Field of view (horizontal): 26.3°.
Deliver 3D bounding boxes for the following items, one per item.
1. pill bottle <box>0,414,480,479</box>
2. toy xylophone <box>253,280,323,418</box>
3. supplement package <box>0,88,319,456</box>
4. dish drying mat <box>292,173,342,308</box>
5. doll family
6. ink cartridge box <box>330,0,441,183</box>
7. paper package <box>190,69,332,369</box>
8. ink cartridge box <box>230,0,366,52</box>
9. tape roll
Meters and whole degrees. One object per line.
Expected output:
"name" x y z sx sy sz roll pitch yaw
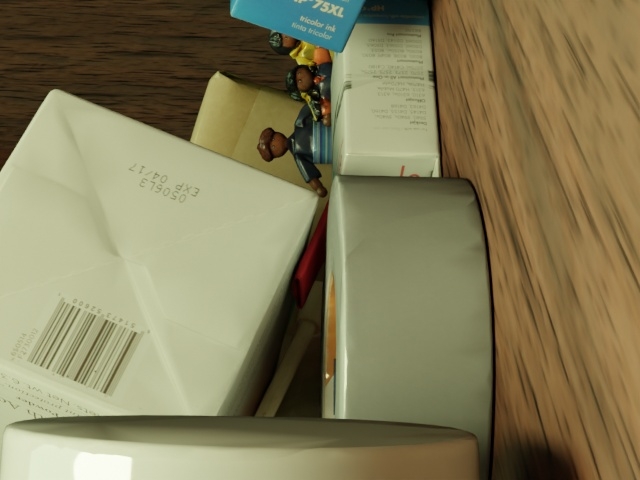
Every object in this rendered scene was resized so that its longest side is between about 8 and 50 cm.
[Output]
"pill bottle" -0.031 0.270 0.484 0.229 0.229 0.407 124 147 -85
"toy xylophone" -0.023 0.176 0.909 0.236 0.081 0.322 106 -175 -54
"supplement package" -0.127 0.076 0.884 0.293 0.177 0.175 104 -171 -62
"dish drying mat" 0.000 0.000 0.823 0.032 0.008 0.083 88 -158 -52
"doll family" 0.006 -0.132 1.081 0.076 0.111 0.193 98 172 -66
"ink cartridge box" 0.040 -0.066 0.894 0.104 0.060 0.180 97 174 -55
"paper package" -0.068 0.029 1.273 0.309 0.168 0.324 170 117 -87
"ink cartridge box" 0.020 -0.248 0.818 0.134 0.078 0.231 -93 25 -53
"tape roll" 0.040 0.074 0.737 0.219 0.072 0.219 -179 90 -87
